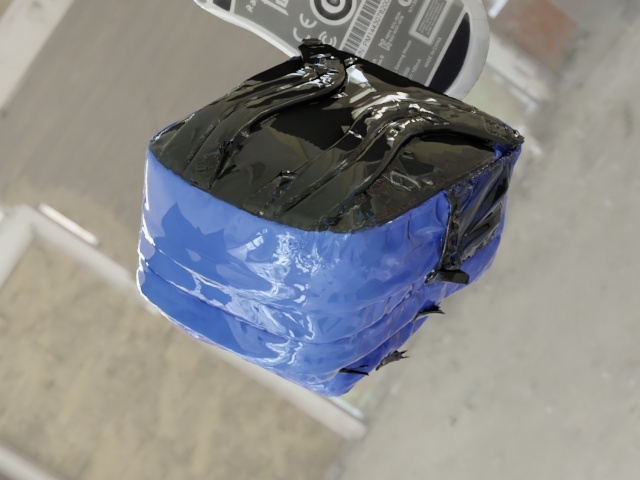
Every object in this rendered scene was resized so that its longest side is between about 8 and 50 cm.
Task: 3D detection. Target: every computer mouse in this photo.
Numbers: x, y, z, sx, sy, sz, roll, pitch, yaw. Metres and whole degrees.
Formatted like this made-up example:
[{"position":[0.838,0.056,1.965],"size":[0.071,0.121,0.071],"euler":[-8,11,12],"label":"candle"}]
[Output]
[{"position":[-0.018,-0.113,0.670],"size":[0.106,0.193,0.042],"euler":[-62,-8,23],"label":"computer mouse"}]

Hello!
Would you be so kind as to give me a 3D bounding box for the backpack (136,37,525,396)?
[{"position":[0.000,0.000,0.549],"size":[0.120,0.098,0.101],"euler":[-29,-47,-53],"label":"backpack"}]
